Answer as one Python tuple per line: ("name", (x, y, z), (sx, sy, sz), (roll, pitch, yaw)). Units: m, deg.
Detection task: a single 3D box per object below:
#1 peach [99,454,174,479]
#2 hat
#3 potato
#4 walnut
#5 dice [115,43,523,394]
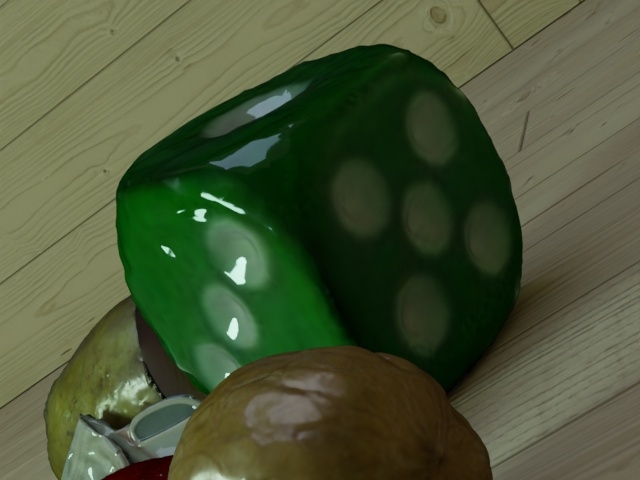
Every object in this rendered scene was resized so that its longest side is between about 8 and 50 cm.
("peach", (-0.134, 0.256, 1.137), (0.267, 0.154, 0.159), (-38, 7, 0))
("hat", (-0.190, 0.279, 1.494), (0.226, 0.164, 0.219), (2, 29, 2))
("potato", (-0.241, 0.205, 1.700), (0.266, 0.229, 0.229), (-36, 8, 23))
("walnut", (0.004, 0.165, 0.914), (0.221, 0.195, 0.195), (-26, 14, 44))
("dice", (0.000, 0.000, 1.331), (0.297, 0.300, 0.287), (-9, 25, 47))
